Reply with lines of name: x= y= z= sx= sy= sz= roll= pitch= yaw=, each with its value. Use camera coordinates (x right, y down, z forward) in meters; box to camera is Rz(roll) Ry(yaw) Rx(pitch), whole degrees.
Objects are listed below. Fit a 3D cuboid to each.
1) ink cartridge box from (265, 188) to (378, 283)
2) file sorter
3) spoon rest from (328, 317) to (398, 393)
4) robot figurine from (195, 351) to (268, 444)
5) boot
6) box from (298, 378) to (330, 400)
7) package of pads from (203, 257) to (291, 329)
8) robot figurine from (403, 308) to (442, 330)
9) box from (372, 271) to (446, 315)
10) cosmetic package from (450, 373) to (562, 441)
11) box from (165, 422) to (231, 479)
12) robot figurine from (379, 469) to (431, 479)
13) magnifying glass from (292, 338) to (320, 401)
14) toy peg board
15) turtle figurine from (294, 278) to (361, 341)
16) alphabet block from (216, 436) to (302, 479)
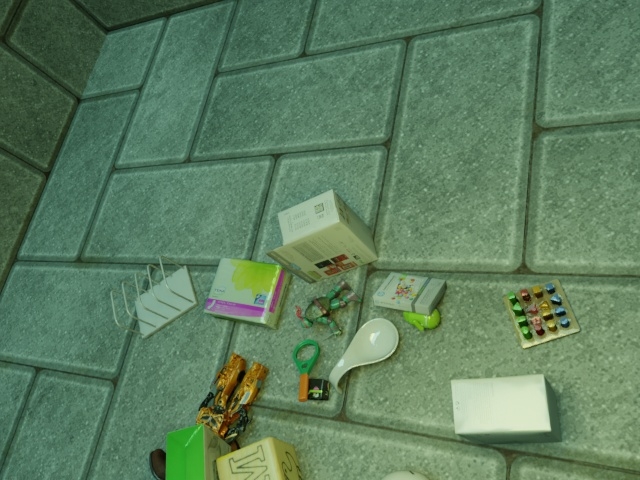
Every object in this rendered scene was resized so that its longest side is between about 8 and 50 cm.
ink cartridge box: x=0.000 y=0.000 z=1.840 sx=0.272 sy=0.309 sz=0.130 roll=-22 pitch=57 yaw=18
file sorter: x=-0.661 y=0.219 z=2.193 sx=0.278 sy=0.173 sz=0.192 roll=-33 pitch=54 yaw=12
spoon rest: x=0.128 y=0.358 z=1.732 sx=0.276 sy=0.084 sz=0.137 roll=-47 pitch=53 yaw=2
robot figurine: x=-0.308 y=0.531 z=1.871 sx=0.211 sy=0.085 sz=0.290 roll=12 pitch=62 yaw=34
boot: x=-0.419 y=0.718 z=1.860 sx=0.280 sy=0.096 sz=0.264 roll=-47 pitch=46 yaw=-3
box: x=-0.019 y=0.475 z=1.776 sx=0.083 sy=0.052 sz=0.062 roll=-6 pitch=64 yaw=28
package of pads: x=-0.266 y=0.183 z=2.030 sx=0.297 sy=0.101 sz=0.229 roll=5 pitch=69 yaw=31
robot figurine: x=0.312 y=0.231 z=1.699 sx=0.115 sy=0.067 sz=0.101 roll=9 pitch=42 yaw=34
box: x=0.277 y=0.162 z=1.727 sx=0.186 sy=0.038 sz=0.145 roll=6 pitch=34 yaw=33
cosmetic package: x=0.473 y=0.433 z=1.410 sx=0.225 sy=0.224 sz=0.138 roll=-13 pitch=61 yaw=25
box: x=-0.354 y=0.717 z=1.646 sx=0.127 sy=0.231 sz=0.261 roll=-17 pitch=49 yaw=6
robot figurine: x=0.229 y=0.740 z=1.433 sx=0.209 sy=0.173 sz=0.278 roll=-14 pitch=61 yaw=20
magnifying glass: x=-0.049 y=0.414 z=1.792 sx=0.092 sy=0.026 sz=0.230 roll=-16 pitch=36 yaw=16
toy peg board: x=0.605 y=0.195 z=1.545 sx=0.161 sy=0.079 sz=0.161 roll=-23 pitch=58 yaw=19
turtle figurine: x=0.015 y=0.236 z=1.843 sx=0.234 sy=0.118 sz=0.175 roll=-40 pitch=53 yaw=0
alphabet block: x=-0.170 y=0.720 z=1.645 sx=0.194 sy=0.192 sz=0.197 roll=-24 pitch=58 yaw=6
